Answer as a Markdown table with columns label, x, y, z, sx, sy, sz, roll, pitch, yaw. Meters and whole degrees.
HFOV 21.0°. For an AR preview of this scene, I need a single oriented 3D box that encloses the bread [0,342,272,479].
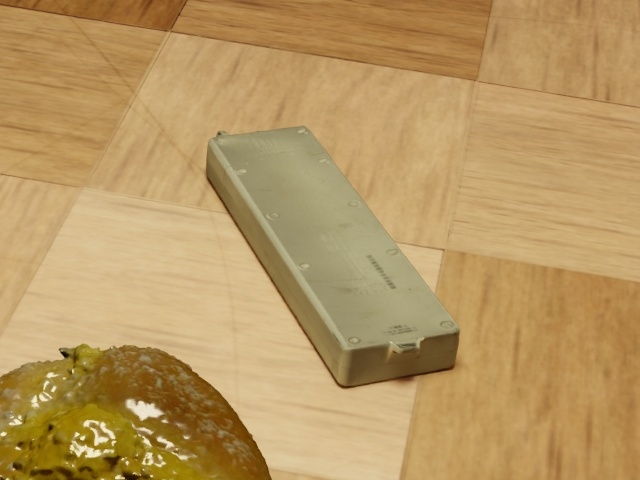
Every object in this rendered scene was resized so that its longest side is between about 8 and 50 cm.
| label | x | y | z | sx | sy | sz | roll | pitch | yaw |
| --- | --- | --- | --- | --- | --- | --- | --- | --- | --- |
| bread | -0.140 | 0.166 | 1.092 | 0.196 | 0.176 | 0.246 | -9 | 36 | -25 |

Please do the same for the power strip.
| label | x | y | z | sx | sy | sz | roll | pitch | yaw |
| --- | --- | --- | --- | --- | --- | --- | --- | --- | --- |
| power strip | 0.000 | 0.000 | 1.491 | 0.106 | 0.043 | 0.367 | -8 | 36 | -21 |
